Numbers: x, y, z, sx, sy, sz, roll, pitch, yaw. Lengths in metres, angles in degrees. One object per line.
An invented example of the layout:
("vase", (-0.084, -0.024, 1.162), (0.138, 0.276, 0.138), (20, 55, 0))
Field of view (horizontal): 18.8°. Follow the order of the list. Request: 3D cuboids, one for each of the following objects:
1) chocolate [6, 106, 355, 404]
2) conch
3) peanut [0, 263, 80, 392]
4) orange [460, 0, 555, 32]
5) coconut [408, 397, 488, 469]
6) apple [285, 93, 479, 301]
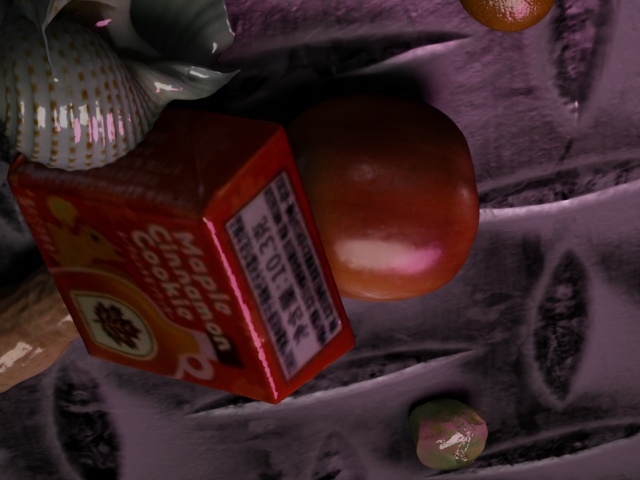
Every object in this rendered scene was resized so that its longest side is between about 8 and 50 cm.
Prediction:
("chocolate", (-0.114, 0.007, 1.541), (0.235, 0.108, 0.237), (12, 136, 31))
("conch", (-0.169, -0.140, 1.435), (0.131, 0.172, 0.200), (7, -166, 43))
("peanut", (-0.245, 0.066, 1.732), (0.228, 0.085, 0.104), (-30, 168, 20))
("orange", (0.146, -0.201, 1.512), (0.085, 0.085, 0.085), (-10, 144, -7))
("coconut", (0.139, 0.207, 2.065), (0.083, 0.081, 0.082), (33, 111, -35))
("apple", (0.034, -0.033, 1.616), (0.199, 0.199, 0.199), (-10, 144, -7))
